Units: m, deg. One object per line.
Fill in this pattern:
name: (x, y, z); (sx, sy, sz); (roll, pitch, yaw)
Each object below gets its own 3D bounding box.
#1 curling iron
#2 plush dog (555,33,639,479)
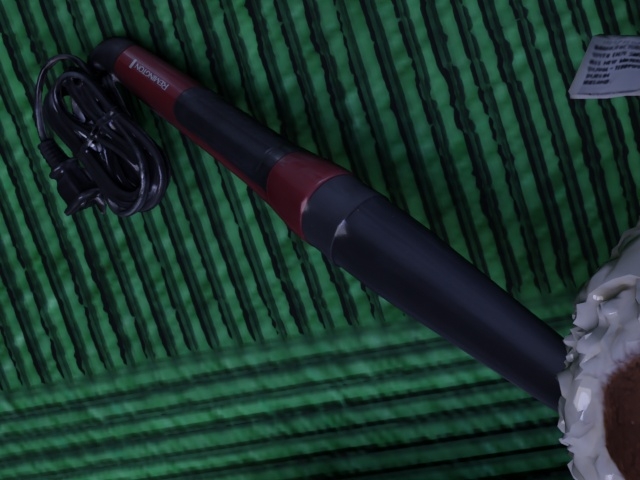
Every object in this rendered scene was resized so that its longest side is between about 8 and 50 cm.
curling iron: (0.000, 0.000, 0.635); (0.274, 0.035, 0.068); (28, 115, 29)
plush dog: (0.209, 0.024, 0.556); (0.262, 0.210, 0.225); (-23, 122, 10)
